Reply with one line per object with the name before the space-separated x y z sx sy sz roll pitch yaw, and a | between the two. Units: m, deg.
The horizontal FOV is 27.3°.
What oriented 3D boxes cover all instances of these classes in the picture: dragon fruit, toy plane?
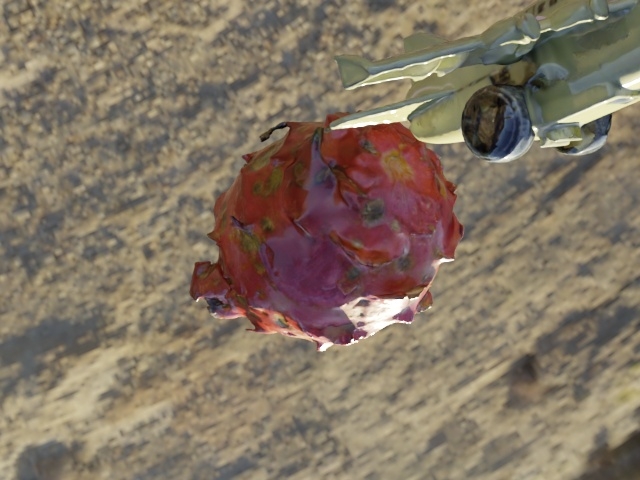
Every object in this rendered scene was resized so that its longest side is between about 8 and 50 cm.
dragon fruit | 0.000 0.000 1.177 0.268 0.205 0.210 -31 175 30
toy plane | 0.132 -0.096 0.683 0.242 0.104 0.256 -5 178 -45
